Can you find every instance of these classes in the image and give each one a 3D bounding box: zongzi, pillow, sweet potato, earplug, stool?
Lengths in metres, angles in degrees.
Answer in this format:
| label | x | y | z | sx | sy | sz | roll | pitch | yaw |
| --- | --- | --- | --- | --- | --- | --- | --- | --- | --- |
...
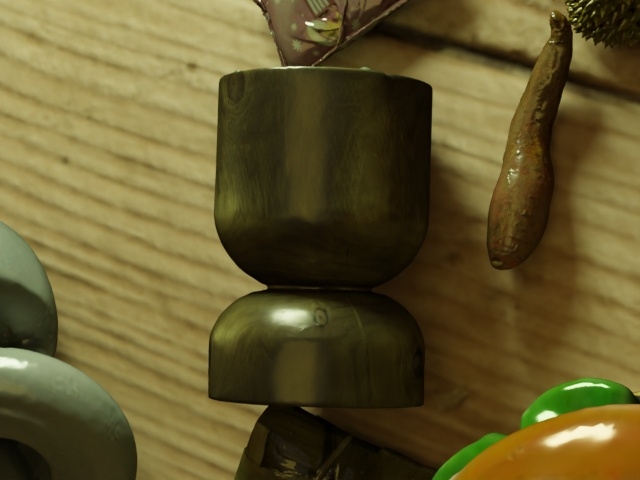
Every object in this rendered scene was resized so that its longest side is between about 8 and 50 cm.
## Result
| label | x | y | z | sx | sy | sz | roll | pitch | yaw |
| --- | --- | --- | --- | --- | --- | --- | --- | --- | --- |
| zongzi | 0.008 | 0.233 | 1.252 | 0.176 | 0.078 | 0.160 | 21 | 115 | -1 |
| pillow | 0.025 | -0.225 | 1.279 | 0.185 | 0.043 | 0.118 | -33 | 69 | 14 |
| sweet potato | 0.174 | -0.079 | 1.203 | 0.050 | 0.050 | 0.214 | 12 | 90 | 23 |
| earplug | -0.293 | 0.126 | 1.333 | 0.214 | 0.175 | 0.326 | -30 | 85 | 24 |
| stool | 0.000 | 0.000 | 1.201 | 0.179 | 0.179 | 0.264 | 0 | 87 | 23 |

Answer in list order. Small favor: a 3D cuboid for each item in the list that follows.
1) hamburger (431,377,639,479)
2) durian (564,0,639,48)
| label | x | y | z | sx | sy | sz | roll | pitch | yaw |
| --- | --- | --- | --- | --- | --- | --- | --- | --- | --- |
| hamburger | 0.238 | 0.285 | 1.032 | 0.395 | 0.277 | 0.396 | -1 | 88 | 22 |
| durian | 0.263 | -0.255 | 1.152 | 0.146 | 0.102 | 0.208 | 12 | 87 | 29 |
